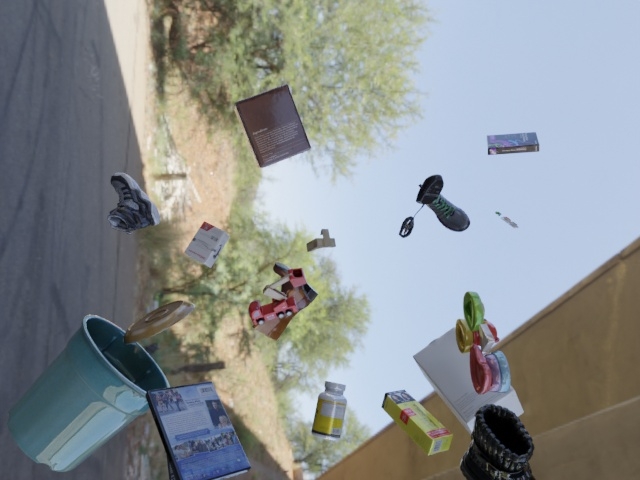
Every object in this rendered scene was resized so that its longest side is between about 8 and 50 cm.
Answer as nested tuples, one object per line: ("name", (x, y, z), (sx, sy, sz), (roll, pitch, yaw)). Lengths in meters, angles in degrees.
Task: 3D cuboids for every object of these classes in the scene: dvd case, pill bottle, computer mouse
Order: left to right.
("dvd case", (-0.291, 0.450, 1.242), (0.253, 0.180, 0.022), (54, -56, 35))
("pill bottle", (0.034, 0.581, 1.799), (0.103, 0.103, 0.184), (127, -24, -74))
("computer mouse", (0.310, -0.110, 1.661), (0.041, 0.071, 0.242), (53, -55, 38))

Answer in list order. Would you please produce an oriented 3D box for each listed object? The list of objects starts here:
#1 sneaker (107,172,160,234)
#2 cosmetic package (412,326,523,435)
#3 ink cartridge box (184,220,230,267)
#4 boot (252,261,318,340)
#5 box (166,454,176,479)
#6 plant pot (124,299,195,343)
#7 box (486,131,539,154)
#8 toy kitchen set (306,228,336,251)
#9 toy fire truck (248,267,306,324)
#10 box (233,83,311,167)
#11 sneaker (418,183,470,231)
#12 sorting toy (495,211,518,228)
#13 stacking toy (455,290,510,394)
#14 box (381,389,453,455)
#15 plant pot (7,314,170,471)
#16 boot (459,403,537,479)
("sneaker", (-0.711, -0.133, 1.889), (0.268, 0.153, 0.101), (43, -37, 17))
("cosmetic package", (0.547, 0.536, 1.993), (0.156, 0.217, 0.385), (59, -2, -33))
("ink cartridge box", (-0.404, 0.015, 1.877), (0.135, 0.099, 0.056), (-60, 161, -14))
("boot", (-0.181, 0.251, 2.163), (0.096, 0.280, 0.264), (42, -3, 47))
("box", (-0.424, 0.772, 1.775), (0.153, 0.108, 0.207), (44, 20, -51))
("plant pot", (-0.508, 0.246, 1.642), (0.236, 0.236, 0.033), (-145, -149, -78))
("box", (0.643, -0.326, 1.762), (0.116, 0.161, 0.029), (-68, 153, -55))
("toy kitchen set", (0.000, 0.000, 1.945), (0.075, 0.083, 0.068), (-29, -115, 54))
("toy fire truck", (-0.126, 0.163, 1.521), (0.047, 0.191, 0.135), (-109, -178, -52))
("box", (-0.148, -0.342, 1.597), (0.168, 0.166, 0.203), (-139, -152, -76))
("sneaker", (0.416, -0.112, 1.811), (0.083, 0.098, 0.224), (-49, -132, 7))
("sorting toy", (0.603, -0.068, 1.701), (0.012, 0.083, 0.062), (-52, 173, 7))
("stacking toy", (0.553, 0.323, 1.713), (0.309, 0.130, 0.280), (-96, -177, -53))
("box", (0.287, 0.544, 1.589), (0.232, 0.087, 0.058), (37, -60, 54))
("plant pot", (-0.681, 0.453, 1.528), (0.341, 0.334, 0.341), (46, -6, 6))
("boot", (0.531, 0.617, 1.375), (0.347, 0.131, 0.260), (32, -46, 30))
